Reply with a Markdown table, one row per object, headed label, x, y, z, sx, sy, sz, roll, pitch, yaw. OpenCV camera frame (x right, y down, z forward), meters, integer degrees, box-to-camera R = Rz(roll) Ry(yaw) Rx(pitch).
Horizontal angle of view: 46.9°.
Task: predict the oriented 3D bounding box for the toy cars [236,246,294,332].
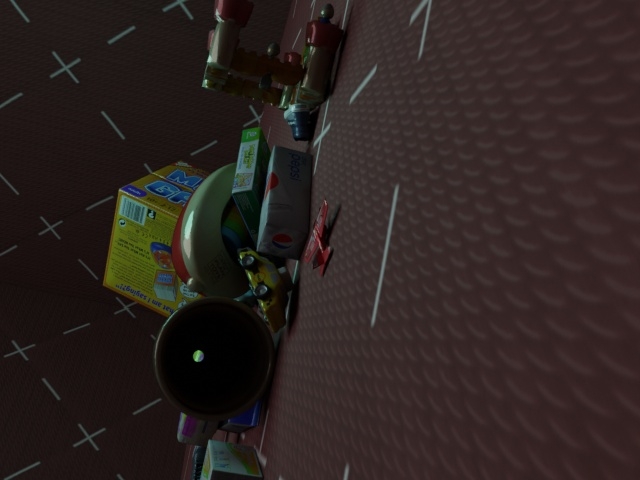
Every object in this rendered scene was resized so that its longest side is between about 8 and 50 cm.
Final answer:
| label | x | y | z | sx | sy | sz | roll | pitch | yaw |
| --- | --- | --- | --- | --- | --- | --- | --- | --- | --- |
| toy cars | -0.117 | 0.093 | 1.656 | 0.394 | 0.087 | 0.176 | -170 | 58 | -82 |

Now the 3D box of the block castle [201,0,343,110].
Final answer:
| label | x | y | z | sx | sy | sz | roll | pitch | yaw |
| --- | --- | --- | --- | --- | --- | --- | --- | --- | --- |
| block castle | -0.128 | -0.468 | 1.814 | 0.453 | 0.303 | 0.212 | -162 | 86 | -79 |

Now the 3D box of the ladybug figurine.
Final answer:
| label | x | y | z | sx | sy | sz | roll | pitch | yaw |
| --- | --- | --- | --- | --- | --- | --- | --- | --- | --- |
| ladybug figurine | -0.256 | -0.022 | 1.923 | 0.305 | 0.162 | 0.449 | 65 | -147 | -27 |

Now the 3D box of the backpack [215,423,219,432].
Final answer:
| label | x | y | z | sx | sy | sz | roll | pitch | yaw |
| --- | --- | --- | --- | --- | --- | --- | --- | --- | --- |
| backpack | -0.324 | 0.499 | 2.204 | 0.173 | 0.117 | 0.158 | -93 | 19 | -58 |

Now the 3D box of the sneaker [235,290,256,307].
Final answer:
| label | x | y | z | sx | sy | sz | roll | pitch | yaw |
| --- | --- | --- | --- | --- | --- | --- | --- | --- | --- |
| sneaker | -0.230 | 0.100 | 2.227 | 0.262 | 0.104 | 0.125 | -99 | 26 | -63 |

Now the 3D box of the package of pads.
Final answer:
| label | x | y | z | sx | sy | sz | roll | pitch | yaw |
| --- | --- | --- | --- | --- | --- | --- | --- | --- | --- |
| package of pads | -0.294 | 0.353 | 1.932 | 0.229 | 0.101 | 0.296 | 113 | 166 | -45 |

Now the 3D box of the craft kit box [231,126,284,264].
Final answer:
| label | x | y | z | sx | sy | sz | roll | pitch | yaw |
| --- | --- | --- | --- | --- | --- | --- | --- | --- | --- |
| craft kit box | -0.143 | -0.109 | 1.827 | 0.246 | 0.061 | 0.249 | -92 | -13 | -46 |

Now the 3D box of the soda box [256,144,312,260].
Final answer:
| label | x | y | z | sx | sy | sz | roll | pitch | yaw |
| --- | --- | --- | --- | --- | --- | --- | --- | --- | --- |
| soda box | -0.079 | -0.090 | 1.663 | 0.286 | 0.098 | 0.091 | -88 | 15 | -47 |

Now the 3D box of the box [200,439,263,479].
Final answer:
| label | x | y | z | sx | sy | sz | roll | pitch | yaw |
| --- | --- | --- | --- | --- | --- | --- | --- | --- | --- |
| box | -0.189 | 0.499 | 1.521 | 0.203 | 0.103 | 0.114 | -175 | 98 | -80 |

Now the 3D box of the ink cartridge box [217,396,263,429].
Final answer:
| label | x | y | z | sx | sy | sz | roll | pitch | yaw |
| --- | --- | --- | --- | --- | --- | --- | --- | --- | --- |
| ink cartridge box | -0.194 | 0.380 | 1.812 | 0.332 | 0.065 | 0.165 | 129 | 152 | -66 |

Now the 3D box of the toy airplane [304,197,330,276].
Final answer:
| label | x | y | z | sx | sy | sz | roll | pitch | yaw |
| --- | --- | --- | --- | --- | --- | --- | --- | --- | --- |
| toy airplane | 0.000 | 0.000 | 1.317 | 0.151 | 0.028 | 0.151 | -169 | 90 | -80 |

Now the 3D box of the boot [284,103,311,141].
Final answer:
| label | x | y | z | sx | sy | sz | roll | pitch | yaw |
| --- | --- | --- | --- | --- | --- | --- | --- | --- | --- |
| boot | -0.057 | -0.291 | 1.881 | 0.190 | 0.069 | 0.086 | -138 | 44 | -88 |

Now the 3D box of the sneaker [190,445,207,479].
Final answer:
| label | x | y | z | sx | sy | sz | roll | pitch | yaw |
| --- | --- | --- | --- | --- | --- | --- | --- | --- | --- |
| sneaker | -0.338 | 0.691 | 2.092 | 0.163 | 0.086 | 0.226 | -69 | -18 | -87 |

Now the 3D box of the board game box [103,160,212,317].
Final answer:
| label | x | y | z | sx | sy | sz | roll | pitch | yaw |
| --- | --- | --- | --- | --- | --- | --- | --- | --- | --- |
| board game box | -0.428 | 0.005 | 2.382 | 0.356 | 0.357 | 0.356 | -43 | -25 | -61 |

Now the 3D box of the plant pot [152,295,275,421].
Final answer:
| label | x | y | z | sx | sy | sz | roll | pitch | yaw |
| --- | --- | --- | --- | --- | --- | --- | --- | --- | --- |
| plant pot | -0.253 | 0.263 | 1.657 | 0.229 | 0.263 | 0.262 | 155 | 127 | -70 |
